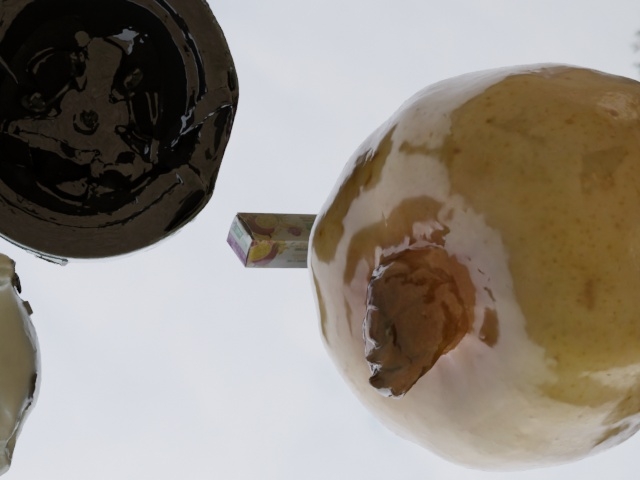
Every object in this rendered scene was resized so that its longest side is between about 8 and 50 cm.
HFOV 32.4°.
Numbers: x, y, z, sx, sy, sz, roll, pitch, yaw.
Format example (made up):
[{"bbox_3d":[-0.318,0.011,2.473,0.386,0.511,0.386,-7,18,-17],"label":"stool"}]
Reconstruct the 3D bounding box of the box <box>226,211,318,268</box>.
[{"bbox_3d":[0.000,0.000,1.182,0.207,0.041,0.050,1,-145,-35],"label":"box"}]

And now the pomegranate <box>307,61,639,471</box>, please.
[{"bbox_3d":[0.093,0.010,0.535,0.207,0.207,0.207,27,-135,-31],"label":"pomegranate"}]

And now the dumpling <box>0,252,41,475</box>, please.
[{"bbox_3d":[-0.438,0.147,1.288,0.243,0.227,0.175,-98,1,-58],"label":"dumpling"}]

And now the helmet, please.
[{"bbox_3d":[-0.128,-0.062,0.611,0.153,0.107,0.176,13,-114,-8],"label":"helmet"}]
